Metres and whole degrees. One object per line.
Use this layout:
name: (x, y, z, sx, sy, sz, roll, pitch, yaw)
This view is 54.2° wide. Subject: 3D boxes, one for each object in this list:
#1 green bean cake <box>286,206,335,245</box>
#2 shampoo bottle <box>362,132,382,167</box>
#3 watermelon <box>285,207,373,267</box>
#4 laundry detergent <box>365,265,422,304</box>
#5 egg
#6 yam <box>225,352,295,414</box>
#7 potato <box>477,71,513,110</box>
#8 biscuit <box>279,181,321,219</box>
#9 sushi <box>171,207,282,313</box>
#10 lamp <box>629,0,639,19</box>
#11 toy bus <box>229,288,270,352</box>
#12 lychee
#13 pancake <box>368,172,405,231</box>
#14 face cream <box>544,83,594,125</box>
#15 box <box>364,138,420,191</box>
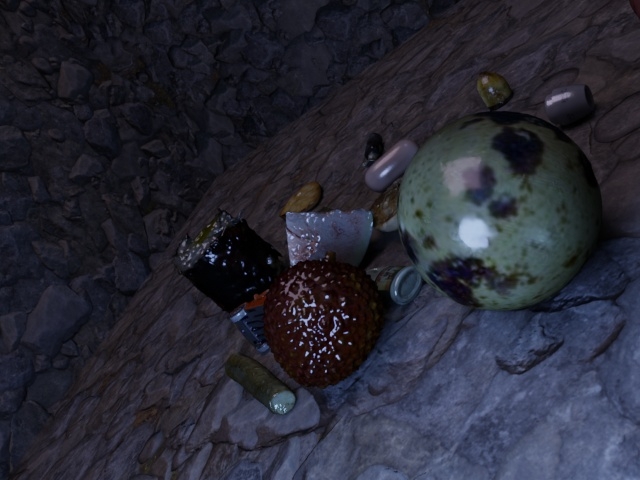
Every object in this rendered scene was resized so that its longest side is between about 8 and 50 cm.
green bean cake: (-0.011, -0.017, 1.993, 0.183, 0.094, 0.185, -46, 20, -5)
shampoo bottle: (0.189, -0.322, 2.265, 0.063, 0.057, 0.207, -33, 23, 27)
watermelon: (0.000, 0.000, 1.743, 0.310, 0.193, 0.232, 0, 10, 38)
laundry detergent: (0.145, 0.105, 1.499, 0.226, 0.070, 0.099, -6, 51, 61)
egg: (0.312, -0.060, 1.121, 0.345, 0.345, 0.428, -36, 7, 21)
yam: (-0.162, 0.353, 1.586, 0.083, 0.083, 0.372, -50, 22, -16)
potato: (0.515, -0.454, 1.848, 0.096, 0.103, 0.066, -53, 19, -19)
biscuit: (-0.071, -0.153, 2.457, 0.203, 0.041, 0.260, -46, 21, -14)
sushi: (-0.296, 0.073, 2.066, 0.281, 0.294, 0.299, -51, 22, -17)
lamp: (0.823, -0.605, 1.361, 0.305, 0.239, 0.305, -37, 22, 18)
toy bus: (-0.100, 0.197, 1.689, 0.329, 0.143, 0.153, -21, 20, 48)
lychee: (0.006, 0.170, 1.370, 0.276, 0.276, 0.304, -14, 61, 54)
pancake: (0.274, -0.157, 1.716, 0.387, 0.082, 0.387, -42, 8, 7)
face cream: (0.586, -0.321, 1.471, 0.095, 0.091, 0.091, -14, 35, 40)
box: (0.225, -0.229, 1.928, 0.200, 0.088, 0.146, -42, -11, 10)
